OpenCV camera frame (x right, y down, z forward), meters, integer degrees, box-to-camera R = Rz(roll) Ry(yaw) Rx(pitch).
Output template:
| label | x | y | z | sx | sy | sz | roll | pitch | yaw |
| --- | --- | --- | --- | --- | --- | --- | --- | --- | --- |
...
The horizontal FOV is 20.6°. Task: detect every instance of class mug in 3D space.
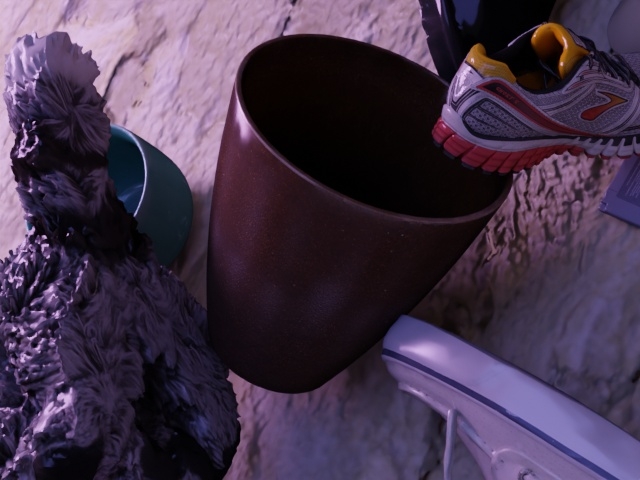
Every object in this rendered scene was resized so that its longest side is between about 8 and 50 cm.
| label | x | y | z | sx | sy | sz | roll | pitch | yaw |
| --- | --- | --- | --- | --- | --- | --- | --- | --- | --- |
| mug | -0.184 | -0.014 | 1.525 | 0.158 | 0.097 | 0.129 | -47 | 55 | 7 |

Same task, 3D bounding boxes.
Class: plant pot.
| label | x | y | z | sx | sy | sz | roll | pitch | yaw |
| --- | --- | --- | --- | --- | --- | --- | --- | --- | --- |
| plant pot | 0.000 | 0.000 | 1.333 | 0.215 | 0.215 | 0.230 | 56 | 135 | 36 |

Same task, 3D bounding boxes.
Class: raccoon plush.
| label | x | y | z | sx | sy | sz | roll | pitch | yaw |
| --- | --- | --- | --- | --- | --- | --- | --- | --- | --- |
| raccoon plush | -0.244 | 0.094 | 1.432 | 0.299 | 0.216 | 0.446 | -25 | 61 | 32 |

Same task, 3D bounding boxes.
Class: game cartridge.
| label | x | y | z | sx | sy | sz | roll | pitch | yaw |
| --- | --- | --- | --- | --- | --- | --- | --- | --- | --- |
| game cartridge | 0.253 | -0.048 | 1.332 | 0.056 | 0.017 | 0.083 | 27 | 84 | 40 |

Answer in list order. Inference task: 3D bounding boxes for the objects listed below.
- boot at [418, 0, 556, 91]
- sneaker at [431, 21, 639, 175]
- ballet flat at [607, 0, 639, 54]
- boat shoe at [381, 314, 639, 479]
| label | x | y | z | sx | sy | sz | roll | pitch | yaw |
| --- | --- | --- | --- | --- | --- | --- | --- | --- | --- |
| boot | 0.222 | -0.272 | 1.382 | 0.260 | 0.131 | 0.348 | -3 | 66 | 30 |
| sneaker | 0.189 | -0.111 | 1.284 | 0.088 | 0.225 | 0.093 | 44 | 135 | 39 |
| ballet flat | 0.322 | -0.208 | 1.324 | 0.248 | 0.086 | 0.086 | -19 | 59 | 23 |
| boat shoe | 0.163 | 0.194 | 1.213 | 0.367 | 0.136 | 0.156 | 32 | 90 | 27 |
